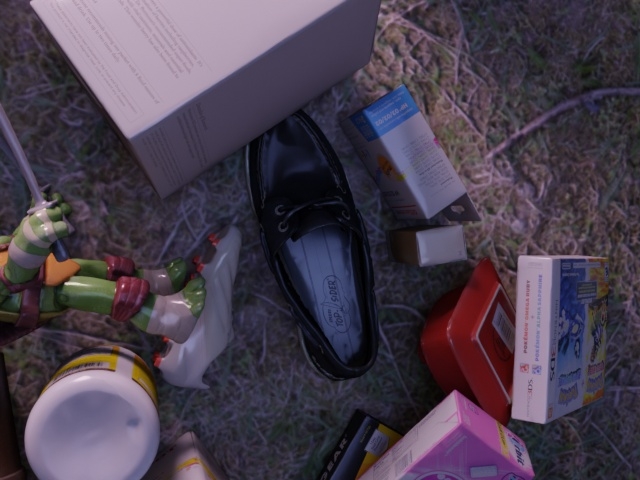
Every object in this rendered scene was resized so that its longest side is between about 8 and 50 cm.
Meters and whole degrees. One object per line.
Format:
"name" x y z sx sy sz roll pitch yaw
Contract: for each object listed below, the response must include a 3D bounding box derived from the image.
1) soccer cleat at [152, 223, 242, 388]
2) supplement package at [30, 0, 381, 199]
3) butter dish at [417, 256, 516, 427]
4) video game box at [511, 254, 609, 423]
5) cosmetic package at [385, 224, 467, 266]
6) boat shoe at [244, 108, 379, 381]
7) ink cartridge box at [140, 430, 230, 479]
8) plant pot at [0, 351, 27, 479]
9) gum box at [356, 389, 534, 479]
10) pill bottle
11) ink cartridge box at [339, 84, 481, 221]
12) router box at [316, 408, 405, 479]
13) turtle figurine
"soccer cleat" -0.125 0.077 0.841 0.076 0.068 0.196 23 93 -18
"supplement package" -0.104 -0.212 0.759 0.292 0.175 0.178 -35 78 -10
"butter dish" 0.172 0.129 0.887 0.160 0.118 0.160 59 43 -19
"video game box" 0.297 0.112 0.891 0.205 0.048 0.187 1 94 -51
"cosmetic package" 0.123 0.004 0.868 0.060 0.115 0.041 -8 93 -13
"boat shoe" -0.004 0.001 0.839 0.127 0.113 0.340 -10 93 -12
"ink cartridge box" -0.144 0.360 0.733 0.198 0.270 0.197 -37 100 -10
"plant pot" -0.381 0.201 0.739 0.166 0.167 0.165 -4 84 -13
"gum box" 0.129 0.272 0.819 0.107 0.062 0.188 38 111 -11
"pill bottle" -0.223 0.172 0.739 0.117 0.215 0.117 0 91 -13
"ink cartridge box" 0.105 -0.084 0.867 0.061 0.104 0.181 -34 98 -10
"router box" 0.060 0.318 0.895 0.133 0.046 0.179 31 84 -12
"turtle figurine" -0.247 -0.010 0.734 0.266 0.197 0.275 20 63 -29
